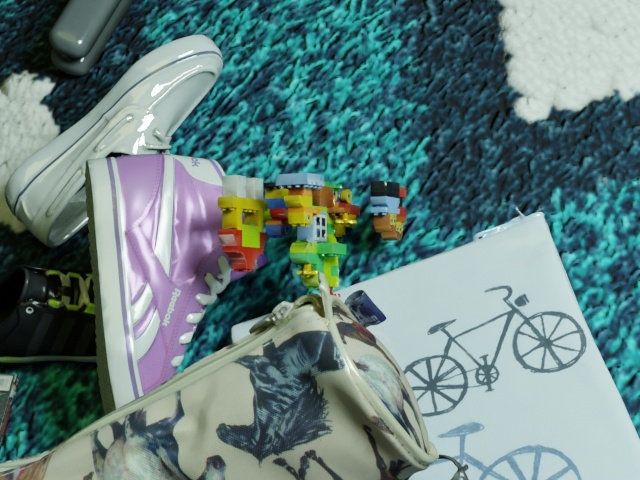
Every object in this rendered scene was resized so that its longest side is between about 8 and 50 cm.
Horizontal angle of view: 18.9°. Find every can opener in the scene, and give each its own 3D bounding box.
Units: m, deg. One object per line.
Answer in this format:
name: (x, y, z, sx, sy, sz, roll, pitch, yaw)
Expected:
can opener: (-0.221, -0.308, 2.011, 0.095, 0.076, 0.283, 26, 67, 6)

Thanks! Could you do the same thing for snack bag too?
snack bag: (0.096, 0.160, 1.661, 0.323, 0.037, 0.343, -20, 56, 2)

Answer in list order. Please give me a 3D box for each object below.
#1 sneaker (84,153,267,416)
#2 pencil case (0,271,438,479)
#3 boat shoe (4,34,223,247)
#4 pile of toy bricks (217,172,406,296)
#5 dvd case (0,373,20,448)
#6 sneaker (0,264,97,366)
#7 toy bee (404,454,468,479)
sneaker: (-0.122, 0.061, 1.719, 0.161, 0.102, 0.282, -3, 88, -13)
pencil case: (-0.119, 0.187, 1.585, 0.410, 0.160, 0.184, -27, 96, 11)
boat shoe: (-0.185, -0.091, 1.873, 0.258, 0.095, 0.084, -42, 61, 1)
pile of toy bricks: (0.000, 0.000, 1.706, 0.118, 0.212, 0.105, -2, 87, 27)
dvd case: (-0.333, 0.177, 1.785, 0.087, 0.013, 0.119, 1, 60, 16)
sneaker: (-0.242, 0.065, 1.778, 0.234, 0.097, 0.084, -12, 57, 8)
toy bee: (0.171, 0.280, 1.463, 0.195, 0.162, 0.298, -27, 21, 15)
